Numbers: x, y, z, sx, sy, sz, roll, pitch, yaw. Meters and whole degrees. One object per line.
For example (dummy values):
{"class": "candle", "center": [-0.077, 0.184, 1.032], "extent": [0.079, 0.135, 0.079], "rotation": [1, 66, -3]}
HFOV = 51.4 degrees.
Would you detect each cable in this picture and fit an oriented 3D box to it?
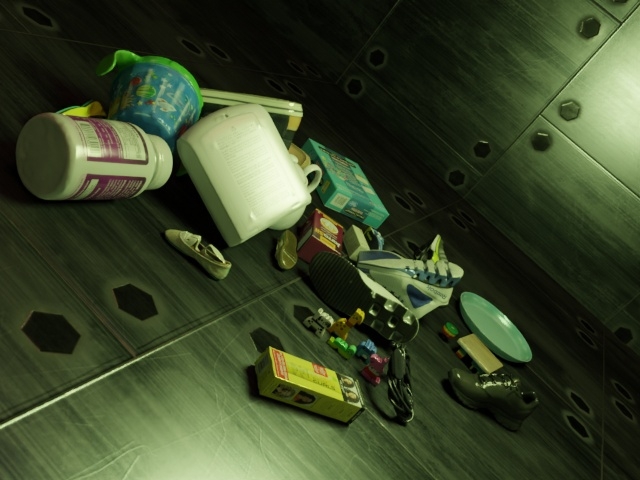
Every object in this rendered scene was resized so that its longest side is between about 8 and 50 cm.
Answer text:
{"class": "cable", "center": [0.186, 0.331, 1.545], "extent": [0.150, 0.047, 0.184], "rotation": [55, 29, -63]}

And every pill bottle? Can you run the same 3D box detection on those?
{"class": "pill bottle", "center": [-0.456, -0.169, 1.386], "extent": [0.169, 0.169, 0.301], "rotation": [47, 23, 18]}

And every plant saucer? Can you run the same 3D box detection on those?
{"class": "plant saucer", "center": [0.596, 0.307, 2.302], "extent": [0.318, 0.043, 0.317], "rotation": [34, 23, -16]}

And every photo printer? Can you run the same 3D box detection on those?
{"class": "photo printer", "center": [-0.191, -0.174, 1.632], "extent": [0.256, 0.107, 0.307], "rotation": [-33, 100, -31]}

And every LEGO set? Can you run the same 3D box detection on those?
{"class": "LEGO set", "center": [0.082, 0.224, 1.582], "extent": [0.227, 0.093, 0.087], "rotation": [40, 22, 2]}

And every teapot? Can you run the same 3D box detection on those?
{"class": "teapot", "center": [-0.123, -0.165, 1.878], "extent": [0.253, 0.187, 0.256], "rotation": [33, 22, -16]}

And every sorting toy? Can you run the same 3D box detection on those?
{"class": "sorting toy", "center": [0.479, 0.360, 2.011], "extent": [0.274, 0.046, 0.132], "rotation": [48, 24, 22]}

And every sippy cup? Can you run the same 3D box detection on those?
{"class": "sippy cup", "center": [-0.424, -0.302, 1.645], "extent": [0.306, 0.240, 0.224], "rotation": [22, 37, -17]}

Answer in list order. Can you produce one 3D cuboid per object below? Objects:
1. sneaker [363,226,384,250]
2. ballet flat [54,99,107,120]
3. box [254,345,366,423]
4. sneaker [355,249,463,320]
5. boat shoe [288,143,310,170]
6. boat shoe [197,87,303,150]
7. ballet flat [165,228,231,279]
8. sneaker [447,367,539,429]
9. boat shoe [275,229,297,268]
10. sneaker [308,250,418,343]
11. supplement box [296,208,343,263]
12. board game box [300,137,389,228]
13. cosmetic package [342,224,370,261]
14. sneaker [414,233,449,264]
{"class": "sneaker", "center": [0.188, 0.008, 2.217], "extent": [0.059, 0.053, 0.144], "rotation": [32, 24, -24]}
{"class": "ballet flat", "center": [-0.563, -0.278, 1.561], "extent": [0.077, 0.077, 0.231], "rotation": [53, 18, -12]}
{"class": "box", "center": [-0.020, 0.293, 1.337], "extent": [0.232, 0.058, 0.087], "rotation": [26, 26, -28]}
{"class": "sneaker", "center": [0.248, 0.145, 1.963], "extent": [0.316, 0.182, 0.127], "rotation": [10, 20, 6]}
{"class": "boat shoe", "center": [-0.190, -0.294, 2.002], "extent": [0.341, 0.110, 0.121], "rotation": [21, 64, 3]}
{"class": "boat shoe", "center": [-0.303, -0.346, 1.866], "extent": [0.500, 0.155, 0.187], "rotation": [9, 15, 1]}
{"class": "ballet flat", "center": [-0.268, 0.018, 1.478], "extent": [0.168, 0.052, 0.057], "rotation": [39, 22, -2]}
{"class": "sneaker", "center": [0.470, 0.403, 1.807], "extent": [0.286, 0.130, 0.109], "rotation": [29, 26, -22]}
{"class": "boat shoe", "center": [-0.096, 0.030, 1.751], "extent": [0.056, 0.048, 0.153], "rotation": [42, 25, -27]}
{"class": "sneaker", "center": [0.107, 0.150, 1.768], "extent": [0.330, 0.122, 0.146], "rotation": [39, 4, 1]}
{"class": "supplement box", "center": [0.000, 0.000, 1.896], "extent": [0.104, 0.081, 0.188], "rotation": [35, 23, -13]}
{"class": "board game box", "center": [0.079, -0.208, 2.419], "extent": [0.254, 0.079, 0.336], "rotation": [23, 27, -35]}
{"class": "cosmetic package", "center": [0.110, 0.010, 2.080], "extent": [0.041, 0.060, 0.115], "rotation": [28, 26, -28]}
{"class": "sneaker", "center": [0.412, 0.078, 2.395], "extent": [0.121, 0.111, 0.300], "rotation": [47, 27, -9]}
